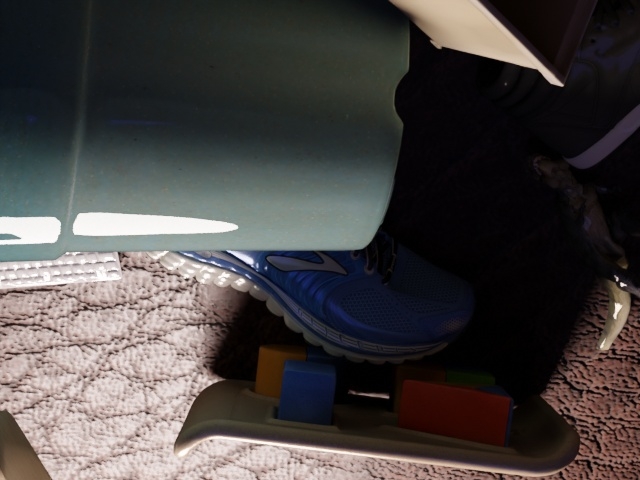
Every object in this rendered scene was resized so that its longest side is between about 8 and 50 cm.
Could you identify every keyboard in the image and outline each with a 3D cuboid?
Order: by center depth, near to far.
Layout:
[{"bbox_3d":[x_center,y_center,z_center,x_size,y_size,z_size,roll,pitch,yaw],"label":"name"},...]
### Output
[{"bbox_3d":[-0.320,0.016,1.877,0.256,0.014,0.072,-5,127,7],"label":"keyboard"}]

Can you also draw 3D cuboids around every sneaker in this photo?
[{"bbox_3d":[0.240,-0.187,1.625,0.147,0.104,0.295,23,130,-20],"label":"sneaker"},{"bbox_3d":[0.000,0.000,1.773,0.330,0.129,0.147,23,128,-14],"label":"sneaker"}]

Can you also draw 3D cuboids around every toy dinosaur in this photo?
[{"bbox_3d":[0.271,0.011,1.795,0.118,0.064,0.268,12,141,40],"label":"toy dinosaur"}]

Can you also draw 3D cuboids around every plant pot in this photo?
[{"bbox_3d":[-0.116,-0.129,1.576,0.334,0.341,0.341,5,128,-11],"label":"plant pot"}]

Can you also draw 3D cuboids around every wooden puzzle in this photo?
[{"bbox_3d":[0.048,0.149,1.809,0.348,0.322,0.080,2,93,-1],"label":"wooden puzzle"}]

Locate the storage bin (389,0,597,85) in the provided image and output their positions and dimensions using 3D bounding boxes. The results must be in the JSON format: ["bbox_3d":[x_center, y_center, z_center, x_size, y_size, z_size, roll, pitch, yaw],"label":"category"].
[{"bbox_3d":[0.117,-0.290,1.408,0.123,0.260,0.262,17,170,38],"label":"storage bin"}]

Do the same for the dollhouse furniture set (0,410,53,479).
[{"bbox_3d":[-0.447,0.190,1.762,0.362,0.394,0.256,-11,132,13],"label":"dollhouse furniture set"}]
